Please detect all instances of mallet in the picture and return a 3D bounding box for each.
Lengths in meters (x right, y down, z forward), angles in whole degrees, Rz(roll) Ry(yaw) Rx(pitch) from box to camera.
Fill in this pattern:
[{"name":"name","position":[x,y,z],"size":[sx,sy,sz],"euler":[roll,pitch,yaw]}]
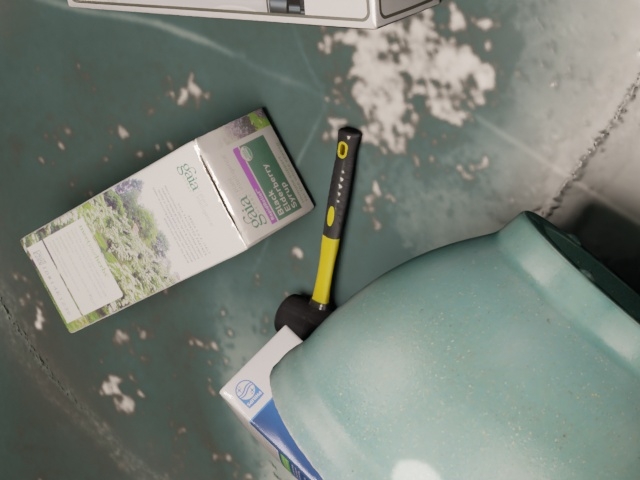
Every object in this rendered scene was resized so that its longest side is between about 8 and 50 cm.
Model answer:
[{"name":"mallet","position":[0.000,0.000,1.240],"size":[0.062,0.039,0.189],"euler":[16,113,33]}]

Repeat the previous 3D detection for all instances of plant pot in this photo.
[{"name":"plant pot","position":[0.139,0.106,1.043],"size":[0.293,0.293,0.196],"euler":[42,102,15]}]

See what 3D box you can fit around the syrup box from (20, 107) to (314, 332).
[{"name":"syrup box","position":[-0.128,-0.013,1.284],"size":[0.237,0.096,0.093],"euler":[-25,94,40]}]

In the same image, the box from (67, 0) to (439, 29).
[{"name":"box","position":[-0.060,-0.251,1.143],"size":[0.290,0.087,0.169],"euler":[10,114,33]}]

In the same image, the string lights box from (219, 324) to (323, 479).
[{"name":"string lights box","position":[0.045,0.191,1.210],"size":[0.260,0.077,0.133],"euler":[42,171,15]}]
